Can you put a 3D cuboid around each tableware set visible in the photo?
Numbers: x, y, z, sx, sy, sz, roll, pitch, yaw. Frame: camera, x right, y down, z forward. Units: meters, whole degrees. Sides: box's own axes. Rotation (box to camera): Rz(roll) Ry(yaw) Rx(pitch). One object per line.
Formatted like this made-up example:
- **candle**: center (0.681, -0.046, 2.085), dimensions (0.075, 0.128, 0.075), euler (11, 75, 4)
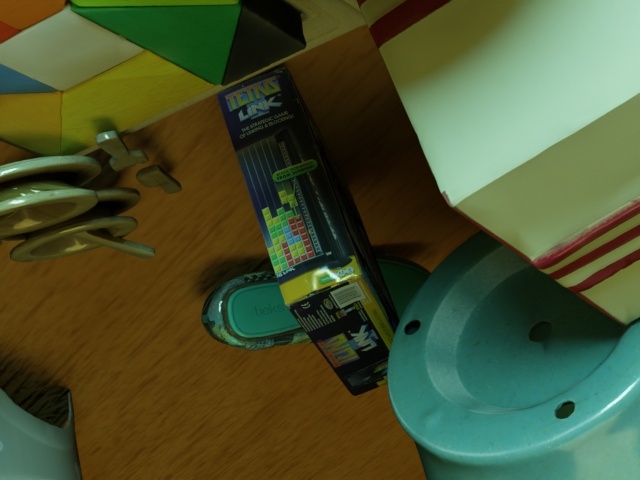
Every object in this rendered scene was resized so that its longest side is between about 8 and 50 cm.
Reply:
- **tableware set**: center (-0.146, -0.008, 0.767), dimensions (0.128, 0.039, 0.194), euler (-17, 173, 2)

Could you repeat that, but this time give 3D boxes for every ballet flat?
- **ballet flat**: center (-0.002, 0.045, 1.030), dimensions (0.188, 0.070, 0.070), euler (0, 147, -31)

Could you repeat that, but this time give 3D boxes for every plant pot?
- **plant pot**: center (0.178, 0.119, 0.826), dimensions (0.272, 0.271, 0.255), euler (-29, 126, 15)

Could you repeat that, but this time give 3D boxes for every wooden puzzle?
- **wooden puzzle**: center (-0.115, -0.095, 0.632), dimensions (0.239, 0.044, 0.221), euler (-16, 158, 30)

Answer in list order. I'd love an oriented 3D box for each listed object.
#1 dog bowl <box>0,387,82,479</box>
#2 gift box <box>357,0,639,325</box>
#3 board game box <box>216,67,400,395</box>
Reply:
- **dog bowl**: center (-0.326, 0.211, 1.015), dimensions (0.349, 0.102, 0.349), euler (-21, 153, -11)
- **gift box**: center (0.179, -0.116, 0.627), dimensions (0.258, 0.276, 0.255), euler (-32, 156, 19)
- **board game box**: center (0.000, 0.000, 0.846), dimensions (0.048, 0.141, 0.170), euler (-23, 153, 4)
